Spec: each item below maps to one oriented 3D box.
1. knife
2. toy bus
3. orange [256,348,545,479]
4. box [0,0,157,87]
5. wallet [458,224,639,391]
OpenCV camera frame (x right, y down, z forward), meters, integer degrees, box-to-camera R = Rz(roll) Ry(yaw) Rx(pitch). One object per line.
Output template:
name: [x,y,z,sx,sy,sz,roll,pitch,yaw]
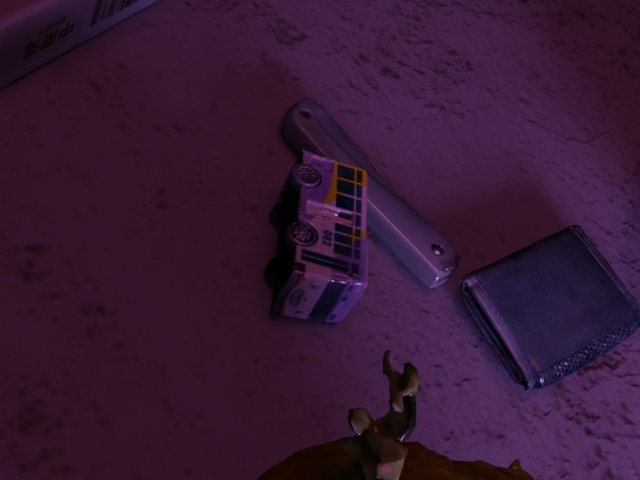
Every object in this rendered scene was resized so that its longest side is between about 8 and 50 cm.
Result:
knife: [0.034,-0.035,0.704,0.162,0.023,0.044,48,45,14]
toy bus: [0.000,0.000,0.643,0.058,0.052,0.102,15,48,-14]
orange: [0.040,0.224,0.382,0.301,0.223,0.300,30,43,-9]
box: [-0.222,-0.182,0.667,0.155,0.067,0.243,40,48,9]
wallet: [0.156,0.045,0.697,0.129,0.026,0.088,-21,70,-37]
